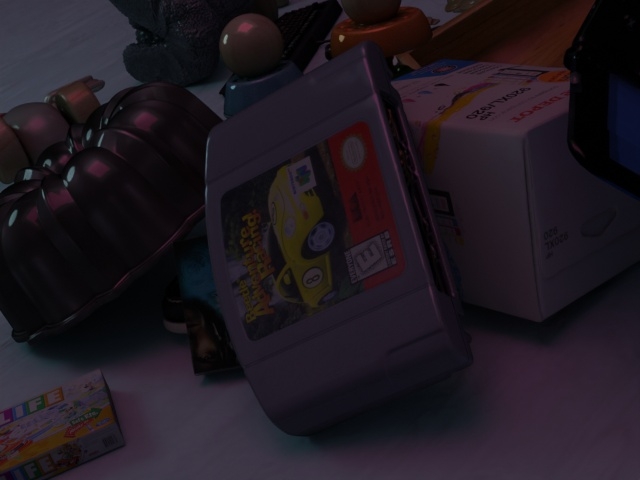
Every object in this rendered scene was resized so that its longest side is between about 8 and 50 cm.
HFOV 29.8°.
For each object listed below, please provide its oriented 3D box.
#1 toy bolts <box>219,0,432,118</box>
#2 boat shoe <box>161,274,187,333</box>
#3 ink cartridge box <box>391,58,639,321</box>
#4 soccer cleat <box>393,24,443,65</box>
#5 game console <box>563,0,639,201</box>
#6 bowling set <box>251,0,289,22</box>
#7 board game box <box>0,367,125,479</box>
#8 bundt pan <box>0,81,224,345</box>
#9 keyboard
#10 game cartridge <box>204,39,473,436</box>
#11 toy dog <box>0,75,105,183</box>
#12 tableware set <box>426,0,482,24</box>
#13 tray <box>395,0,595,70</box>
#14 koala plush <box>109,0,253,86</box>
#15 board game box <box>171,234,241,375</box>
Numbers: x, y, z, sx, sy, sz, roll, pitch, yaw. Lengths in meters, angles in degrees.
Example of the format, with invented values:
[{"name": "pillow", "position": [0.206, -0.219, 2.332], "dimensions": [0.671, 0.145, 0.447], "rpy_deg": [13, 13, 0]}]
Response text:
[{"name": "toy bolts", "position": [-0.022, -0.169, 1.183], "dimensions": [0.218, 0.159, 0.228], "rpy_deg": [5, 30, 43]}, {"name": "boat shoe", "position": [-0.040, -0.032, 1.234], "dimensions": [0.340, 0.113, 0.127], "rpy_deg": [-34, 29, -28]}, {"name": "ink cartridge box", "position": [0.152, -0.055, 1.072], "dimensions": [0.171, 0.168, 0.232], "rpy_deg": [-27, 27, -36]}, {"name": "soccer cleat", "position": [0.043, -0.162, 1.465], "dimensions": [0.318, 0.109, 0.116], "rpy_deg": [-33, 11, -25]}, {"name": "game console", "position": [0.347, -0.106, 0.904], "dimensions": [0.250, 0.293, 0.173], "rpy_deg": [-61, 8, 4]}, {"name": "bowling set", "position": [-0.135, -0.481, 2.109], "dimensions": [0.287, 0.154, 0.200], "rpy_deg": [10, 38, 44]}, {"name": "board game box", "position": [-0.257, 0.177, 1.071], "dimensions": [0.154, 0.026, 0.103], "rpy_deg": [-23, 26, -9]}, {"name": "bundt pan", "position": [-0.237, -0.047, 1.263], "dimensions": [0.331, 0.124, 0.331], "rpy_deg": [-35, 20, 15]}, {"name": "keyboard", "position": [-0.025, -0.307, 1.846], "dimensions": [0.201, 0.033, 0.317], "rpy_deg": [-8, 29, 21]}, {"name": "game cartridge", "position": [0.000, 0.000, 0.991], "dimensions": [0.196, 0.060, 0.294], "rpy_deg": [-29, 61, 28]}, {"name": "toy dog", "position": [-0.370, -0.105, 1.600], "dimensions": [0.220, 0.161, 0.334], "rpy_deg": [-23, 12, -2]}, {"name": "tableware set", "position": [0.179, -0.314, 1.687], "dimensions": [0.168, 0.020, 0.141], "rpy_deg": [-41, 20, 1]}, {"name": "tray", "position": [0.308, -0.247, 1.342], "dimensions": [0.411, 0.076, 0.203], "rpy_deg": [-32, 40, 0]}, {"name": "koala plush", "position": [-0.188, -0.362, 1.903], "dimensions": [0.203, 0.196, 0.221], "rpy_deg": [20, 44, 36]}, {"name": "board game box", "position": [-0.035, 0.045, 1.079], "dimensions": [0.186, 0.126, 0.026], "rpy_deg": [-12, -6, 15]}]
